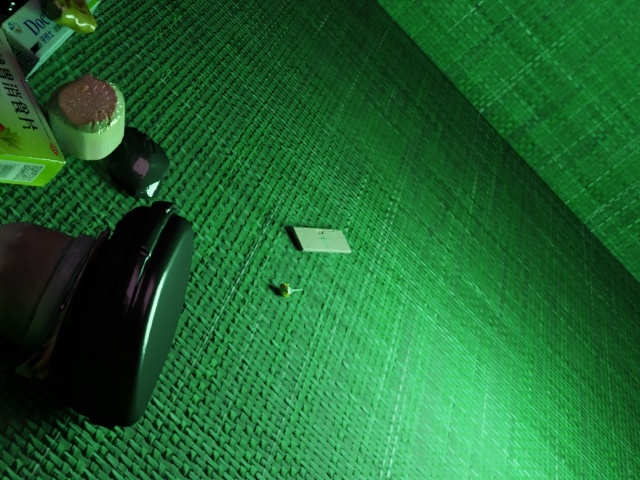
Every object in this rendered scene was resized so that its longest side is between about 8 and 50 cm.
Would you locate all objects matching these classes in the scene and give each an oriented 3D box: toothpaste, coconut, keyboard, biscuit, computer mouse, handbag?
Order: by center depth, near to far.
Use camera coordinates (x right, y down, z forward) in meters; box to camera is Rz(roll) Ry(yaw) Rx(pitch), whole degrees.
[{"bbox_3d":[-0.235,0.086,1.382,0.093,0.254,0.308,13,32,1],"label":"handbag"},{"bbox_3d":[-0.353,-0.183,1.677,0.116,0.122,0.116,6,63,-13],"label":"coconut"},{"bbox_3d":[-0.445,-0.413,1.755,0.174,0.039,0.183,13,41,-60],"label":"biscuit"},{"bbox_3d":[-0.287,-0.134,1.778,0.099,0.057,0.172,27,33,-26],"label":"computer mouse"},{"bbox_3d":[-0.444,-0.361,1.818,0.081,0.067,0.336,40,28,-14],"label":"toothpaste"},{"bbox_3d":[0.000,0.000,2.107,0.166,0.017,0.055,4,57,-56],"label":"keyboard"}]

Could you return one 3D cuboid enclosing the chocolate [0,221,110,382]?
[{"bbox_3d":[-0.355,0.059,1.334,0.147,0.221,0.221,18,33,-5],"label":"chocolate"}]

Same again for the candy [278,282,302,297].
[{"bbox_3d":[-0.049,0.084,1.918,0.025,0.023,0.083,41,16,16],"label":"candy"}]

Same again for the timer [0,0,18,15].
[{"bbox_3d":[-0.548,-0.411,1.699,0.144,0.055,0.187,24,19,-37],"label":"timer"}]

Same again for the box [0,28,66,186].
[{"bbox_3d":[-0.485,-0.200,1.549,0.175,0.062,0.260,3,52,-57],"label":"box"}]
